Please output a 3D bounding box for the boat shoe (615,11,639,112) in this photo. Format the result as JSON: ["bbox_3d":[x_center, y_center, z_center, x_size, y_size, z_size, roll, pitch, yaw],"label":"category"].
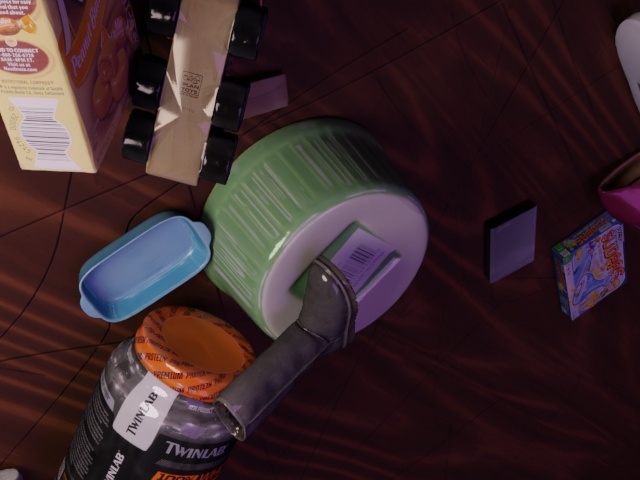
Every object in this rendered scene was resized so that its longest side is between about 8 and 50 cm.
[{"bbox_3d":[0.541,-0.272,1.677,0.102,0.108,0.301,-41,143,1],"label":"boat shoe"}]

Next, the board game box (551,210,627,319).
[{"bbox_3d":[0.497,0.046,1.991,0.136,0.035,0.201,-34,140,-8],"label":"board game box"}]

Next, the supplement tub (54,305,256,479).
[{"bbox_3d":[-0.227,0.270,1.488,0.207,0.207,0.338,4,124,-40],"label":"supplement tub"}]

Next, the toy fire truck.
[{"bbox_3d":[-0.109,-0.193,1.224,0.159,0.246,0.217,14,111,-3],"label":"toy fire truck"}]

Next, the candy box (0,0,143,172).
[{"bbox_3d":[-0.255,-0.239,1.010,0.088,0.183,0.316,3,136,9],"label":"candy box"}]

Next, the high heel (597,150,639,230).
[{"bbox_3d":[0.639,-0.173,1.841,0.181,0.127,0.377,30,100,-41],"label":"high heel"}]

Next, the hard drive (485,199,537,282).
[{"bbox_3d":[0.319,0.002,1.819,0.094,0.022,0.135,-27,138,-16],"label":"hard drive"}]

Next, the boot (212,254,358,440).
[{"bbox_3d":[-0.048,0.136,1.353,0.208,0.076,0.189,-33,141,-21],"label":"boot"}]

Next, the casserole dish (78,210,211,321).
[{"bbox_3d":[-0.229,0.029,1.393,0.188,0.037,0.114,-33,138,-4],"label":"casserole dish"}]

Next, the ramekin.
[{"bbox_3d":[0.000,0.000,1.464,0.303,0.148,0.303,-22,137,-22],"label":"ramekin"}]

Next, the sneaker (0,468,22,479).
[{"bbox_3d":[-0.476,0.341,1.480,0.135,0.052,0.058,-19,132,-25],"label":"sneaker"}]
